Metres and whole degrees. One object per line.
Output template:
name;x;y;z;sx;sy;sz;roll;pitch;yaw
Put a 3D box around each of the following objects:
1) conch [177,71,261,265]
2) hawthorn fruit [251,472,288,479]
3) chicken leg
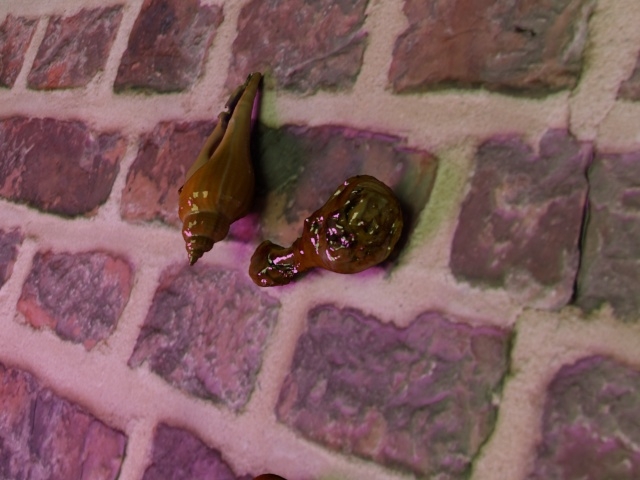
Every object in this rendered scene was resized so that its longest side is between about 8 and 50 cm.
conch;-0.124;-0.098;1.523;0.109;0.093;0.330;-41;21;51
hawthorn fruit;-0.043;0.301;1.225;0.093;0.081;0.081;12;80;39
chicken leg;0.002;0.003;1.335;0.251;0.087;0.107;-26;32;45
